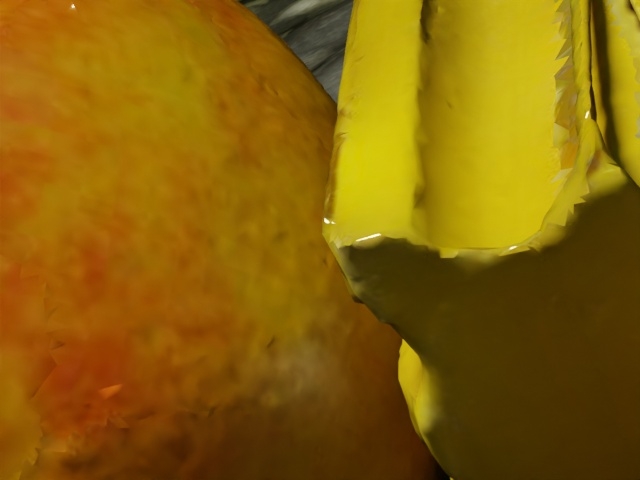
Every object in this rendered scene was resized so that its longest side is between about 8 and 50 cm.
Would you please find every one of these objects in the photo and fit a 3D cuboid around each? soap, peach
[{"bbox_3d":[0.088,-0.033,0.580,0.096,0.204,0.324,-14,36,17],"label":"soap"},{"bbox_3d":[-0.106,0.059,0.585,0.308,0.308,0.332,-20,60,24],"label":"peach"}]
